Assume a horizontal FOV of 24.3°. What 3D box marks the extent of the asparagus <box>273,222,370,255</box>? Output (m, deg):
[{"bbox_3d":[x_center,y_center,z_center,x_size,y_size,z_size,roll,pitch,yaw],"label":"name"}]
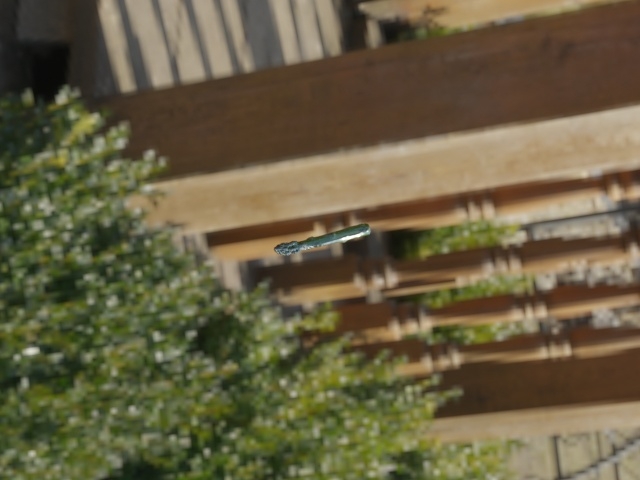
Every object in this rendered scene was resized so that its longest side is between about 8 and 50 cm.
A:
[{"bbox_3d":[0.000,0.000,1.397,0.114,0.014,0.015,-15,138,-35],"label":"asparagus"}]
